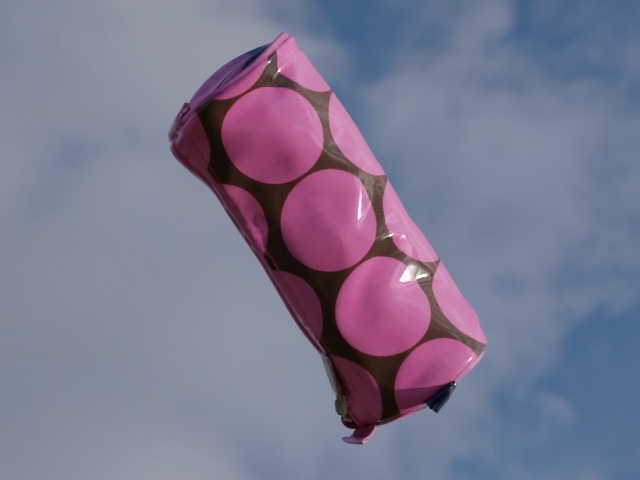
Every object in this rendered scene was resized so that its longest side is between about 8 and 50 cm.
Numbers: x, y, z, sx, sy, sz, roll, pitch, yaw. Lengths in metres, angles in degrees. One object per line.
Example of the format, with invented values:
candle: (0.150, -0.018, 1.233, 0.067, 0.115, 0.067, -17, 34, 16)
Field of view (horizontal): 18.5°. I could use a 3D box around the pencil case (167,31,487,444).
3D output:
pencil case: (0.000, 0.000, 1.031, 0.209, 0.098, 0.095, 56, -18, -3)
